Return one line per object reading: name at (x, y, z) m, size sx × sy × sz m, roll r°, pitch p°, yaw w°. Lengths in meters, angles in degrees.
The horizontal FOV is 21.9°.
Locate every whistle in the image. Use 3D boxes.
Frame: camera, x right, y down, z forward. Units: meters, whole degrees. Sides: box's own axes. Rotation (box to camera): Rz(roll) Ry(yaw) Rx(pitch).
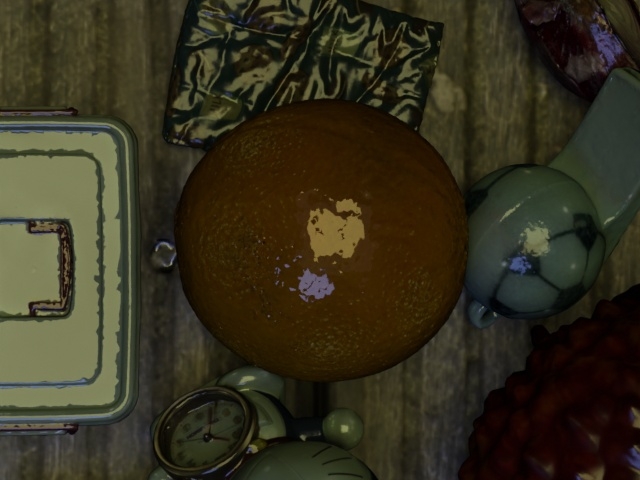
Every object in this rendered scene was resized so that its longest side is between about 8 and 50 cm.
whistle at (0.214, -0.026, 1.577) m, size 0.163 × 0.163 × 0.289 m, roll 25°, pitch 121°, yaw -4°

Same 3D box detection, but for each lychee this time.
lychee at (0.317, 0.233, 1.469) m, size 0.424 × 0.424 × 0.500 m, roll -39°, pitch 47°, yaw -8°

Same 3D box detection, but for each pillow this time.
pillow at (-0.020, -0.158, 1.638) m, size 0.256 × 0.034 × 0.189 m, roll 14°, pitch 89°, yaw -3°

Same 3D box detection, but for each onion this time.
onion at (0.257, -0.218, 1.650) m, size 0.098 × 0.151 × 0.206 m, roll -31°, pitch 79°, yaw 26°

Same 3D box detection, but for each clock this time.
clock at (-0.038, 0.225, 1.506) m, size 0.200 × 0.146 × 0.243 m, roll -30°, pitch 47°, yaw -13°

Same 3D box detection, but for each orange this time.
orange at (0.000, 0.000, 1.516) m, size 0.274 × 0.274 × 0.274 m, roll 1°, pitch 85°, yaw -6°

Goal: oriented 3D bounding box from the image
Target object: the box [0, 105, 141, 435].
box at (-0.261, 0.031, 1.534) m, size 0.193 × 0.167 × 0.294 m, roll 0°, pitch 85°, yaw -5°
